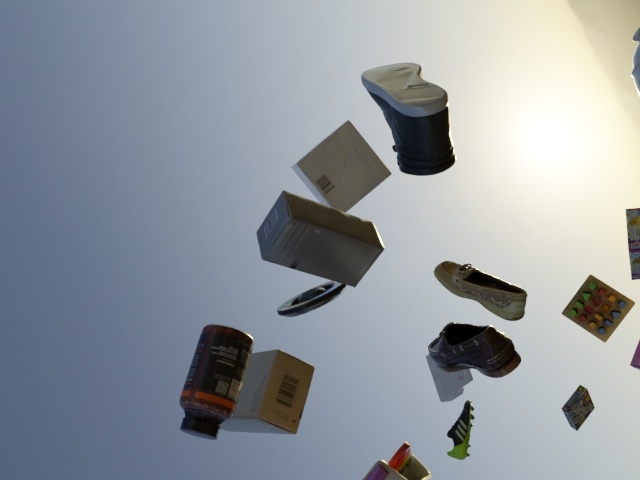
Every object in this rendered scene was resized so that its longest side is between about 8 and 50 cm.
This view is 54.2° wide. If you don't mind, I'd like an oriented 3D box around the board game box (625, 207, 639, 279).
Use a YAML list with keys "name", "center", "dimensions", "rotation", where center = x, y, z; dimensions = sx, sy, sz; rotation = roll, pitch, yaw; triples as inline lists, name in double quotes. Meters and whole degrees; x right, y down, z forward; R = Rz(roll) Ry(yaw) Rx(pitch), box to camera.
- name: "board game box"
  center: [0.935, 0.000, 1.591]
  dimensions: [0.142, 0.275, 0.144]
  rotation: [55, -141, -45]

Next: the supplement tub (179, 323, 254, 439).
- name: "supplement tub"
  center: [-0.198, 0.263, 1.163]
  dimensions: [0.106, 0.106, 0.198]
  rotation: [38, -123, -40]

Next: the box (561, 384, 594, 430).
- name: "box"
  center: [0.770, 0.500, 1.866]
  dimensions: [0.027, 0.094, 0.137]
  rotation: [32, 165, 47]

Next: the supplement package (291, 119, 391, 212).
- name: "supplement package"
  center: [0.053, -0.210, 1.870]
  dimensions: [0.199, 0.198, 0.263]
  rotation: [50, 179, -8]

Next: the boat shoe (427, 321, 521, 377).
- name: "boat shoe"
  center: [0.213, 0.151, 0.926]
  dimensions: [0.073, 0.207, 0.073]
  rotation: [-44, -84, -20]

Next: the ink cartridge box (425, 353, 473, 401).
- name: "ink cartridge box"
  center: [0.493, 0.473, 2.322]
  dimensions: [0.066, 0.232, 0.189]
  rotation: [3, -124, -28]

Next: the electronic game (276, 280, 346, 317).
- name: "electronic game"
  center: [-0.024, 0.168, 1.868]
  dimensions: [0.048, 0.229, 0.229]
  rotation: [66, -153, -4]

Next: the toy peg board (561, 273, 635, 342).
- name: "toy peg board"
  center: [0.882, 0.218, 1.993]
  dimensions: [0.160, 0.161, 0.079]
  rotation: [37, -166, 22]

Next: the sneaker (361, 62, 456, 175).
- name: "sneaker"
  center: [0.140, -0.200, 1.036]
  dimensions: [0.296, 0.104, 0.147]
  rotation: [-109, 5, -60]

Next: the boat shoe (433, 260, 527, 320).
- name: "boat shoe"
  center: [0.443, 0.117, 1.732]
  dimensions: [0.104, 0.285, 0.089]
  rotation: [-28, -47, -39]

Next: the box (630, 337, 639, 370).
- name: "box"
  center: [1.003, 0.278, 1.696]
  dimensions: [0.213, 0.117, 0.243]
  rotation: [27, -99, -7]

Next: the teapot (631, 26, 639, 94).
- name: "teapot"
  center: [0.743, -0.389, 1.308]
  dimensions: [0.187, 0.256, 0.252]
  rotation: [37, -124, 21]

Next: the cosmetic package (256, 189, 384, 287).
- name: "cosmetic package"
  center: [0.000, 0.000, 1.311]
  dimensions: [0.238, 0.127, 0.107]
  rotation: [18, -148, -26]

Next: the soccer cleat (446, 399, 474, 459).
- name: "soccer cleat"
  center: [0.419, 0.564, 1.876]
  dimensions: [0.060, 0.072, 0.179]
  rotation: [56, -136, -57]

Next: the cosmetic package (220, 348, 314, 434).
- name: "cosmetic package"
  center: [-0.160, 0.355, 1.454]
  dimensions: [0.113, 0.309, 0.160]
  rotation: [32, -121, -27]

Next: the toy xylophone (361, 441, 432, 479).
- name: "toy xylophone"
  center: [0.127, 0.522, 1.254]
  dimensions: [0.081, 0.236, 0.322]
  rotation: [38, 171, 23]
